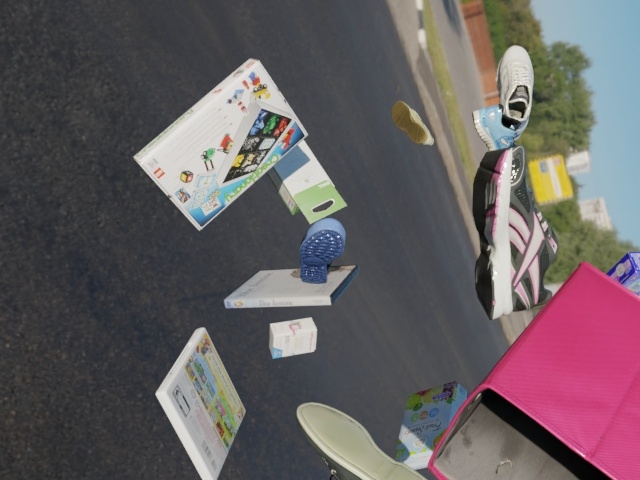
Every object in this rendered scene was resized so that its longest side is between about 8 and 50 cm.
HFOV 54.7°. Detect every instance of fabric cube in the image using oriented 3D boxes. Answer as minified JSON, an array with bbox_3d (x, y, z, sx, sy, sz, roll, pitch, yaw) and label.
[{"bbox_3d":[0.335,0.237,0.788,0.258,0.259,0.254,-39,155,-34],"label":"fabric cube"}]

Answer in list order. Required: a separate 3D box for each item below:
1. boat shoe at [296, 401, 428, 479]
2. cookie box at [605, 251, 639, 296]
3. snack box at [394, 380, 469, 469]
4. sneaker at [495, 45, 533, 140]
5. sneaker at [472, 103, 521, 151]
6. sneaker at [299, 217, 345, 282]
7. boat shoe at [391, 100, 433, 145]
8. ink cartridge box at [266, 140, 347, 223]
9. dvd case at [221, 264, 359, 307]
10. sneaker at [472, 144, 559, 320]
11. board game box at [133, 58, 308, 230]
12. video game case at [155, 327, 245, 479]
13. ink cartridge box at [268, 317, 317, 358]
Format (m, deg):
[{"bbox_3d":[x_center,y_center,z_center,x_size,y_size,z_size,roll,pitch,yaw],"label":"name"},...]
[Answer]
[{"bbox_3d":[0.075,0.453,1.213,0.127,0.340,0.113,-19,132,-55],"label":"boat shoe"},{"bbox_3d":[0.520,0.057,0.982,0.092,0.107,0.040,102,-14,-56],"label":"cookie box"},{"bbox_3d":[0.300,0.497,1.661,0.070,0.174,0.207,42,42,-20],"label":"snack box"},{"bbox_3d":[0.449,-0.347,1.406,0.095,0.090,0.235,81,15,-73],"label":"sneaker"},{"bbox_3d":[0.355,-0.194,1.180,0.162,0.073,0.063,43,34,-34],"label":"sneaker"},{"bbox_3d":[0.000,0.000,1.185,0.232,0.081,0.091,114,-15,-62],"label":"sneaker"},{"bbox_3d":[0.236,-0.299,1.589,0.048,0.056,0.153,12,35,-46],"label":"boat shoe"},{"bbox_3d":[-0.040,-0.132,1.480,0.209,0.109,0.062,57,-24,15],"label":"ink cartridge box"},{"bbox_3d":[-0.061,0.097,1.326,0.180,0.253,0.022,-43,124,-61],"label":"dvd case"},{"bbox_3d":[0.199,-0.010,0.622,0.072,0.077,0.178,-106,-169,-68],"label":"sneaker"},{"bbox_3d":[-0.192,-0.190,1.240,0.193,0.305,0.053,54,-11,-34],"label":"board game box"},{"bbox_3d":[-0.227,0.321,1.217,0.206,0.026,0.227,-67,139,-62],"label":"video game case"},{"bbox_3d":[-0.076,0.268,1.700,0.052,0.122,0.089,-116,-154,-51],"label":"ink cartridge box"}]
